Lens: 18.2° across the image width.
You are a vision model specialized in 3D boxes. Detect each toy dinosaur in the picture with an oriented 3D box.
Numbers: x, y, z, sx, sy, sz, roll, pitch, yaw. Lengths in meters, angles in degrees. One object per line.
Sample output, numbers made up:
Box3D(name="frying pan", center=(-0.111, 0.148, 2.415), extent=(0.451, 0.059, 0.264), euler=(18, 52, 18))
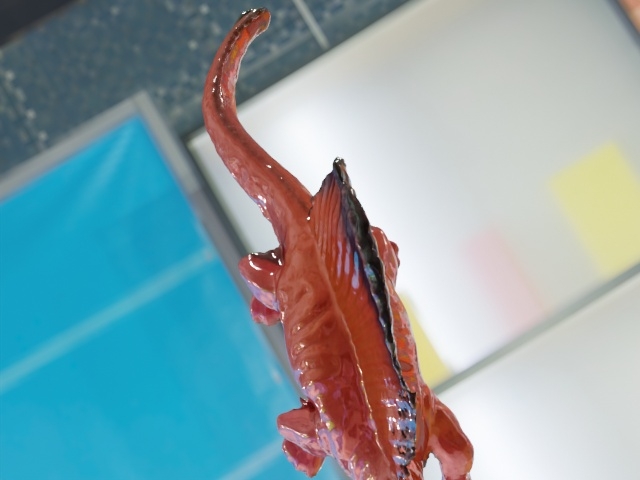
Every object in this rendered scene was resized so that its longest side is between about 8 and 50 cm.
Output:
Box3D(name="toy dinosaur", center=(0.001, 0.000, 0.756), extent=(0.070, 0.286, 0.139), euler=(-15, -24, -4))
